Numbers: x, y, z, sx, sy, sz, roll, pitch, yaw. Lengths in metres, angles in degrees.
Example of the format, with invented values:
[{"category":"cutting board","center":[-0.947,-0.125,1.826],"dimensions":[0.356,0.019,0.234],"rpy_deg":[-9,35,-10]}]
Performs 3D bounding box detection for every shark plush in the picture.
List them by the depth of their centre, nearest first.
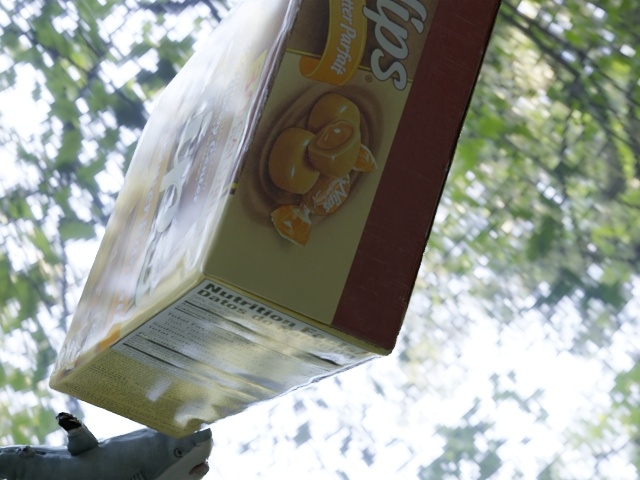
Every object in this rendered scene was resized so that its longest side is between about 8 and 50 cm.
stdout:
[{"category":"shark plush","center":[-0.144,0.127,0.997],"dimensions":[0.161,0.073,0.067],"rpy_deg":[11,-59,13]}]

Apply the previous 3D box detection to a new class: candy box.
[{"category":"candy box","center":[-0.032,-0.020,0.779],"dimensions":[0.087,0.316,0.183],"rpy_deg":[23,-109,-13]}]
